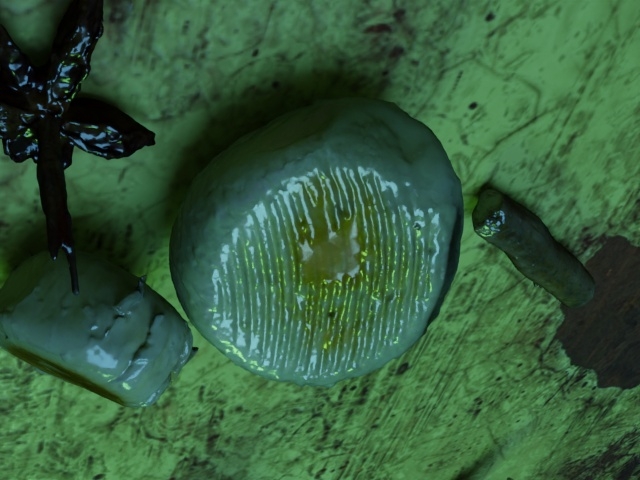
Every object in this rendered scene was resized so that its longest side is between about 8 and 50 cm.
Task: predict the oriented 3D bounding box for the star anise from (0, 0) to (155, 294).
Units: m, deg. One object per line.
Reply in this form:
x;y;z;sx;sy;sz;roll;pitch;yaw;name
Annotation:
-0.172;-0.067;0.618;0.158;0.144;0.140;-25;131;-4;star anise

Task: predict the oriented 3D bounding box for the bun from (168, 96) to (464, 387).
0.000;0.000;0.778;0.243;0.153;0.244;-4;123;-6;bun

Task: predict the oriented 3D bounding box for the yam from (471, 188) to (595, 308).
0.220;0.012;0.993;0.057;0.057;0.241;-41;140;14;yam

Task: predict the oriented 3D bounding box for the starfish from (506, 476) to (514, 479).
0.149;0.460;1.387;0.347;0.078;0.358;-19;139;-12;starfish

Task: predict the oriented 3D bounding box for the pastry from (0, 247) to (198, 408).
-0.176;0.069;0.751;0.088;0.165;0.166;-63;143;-19;pastry
